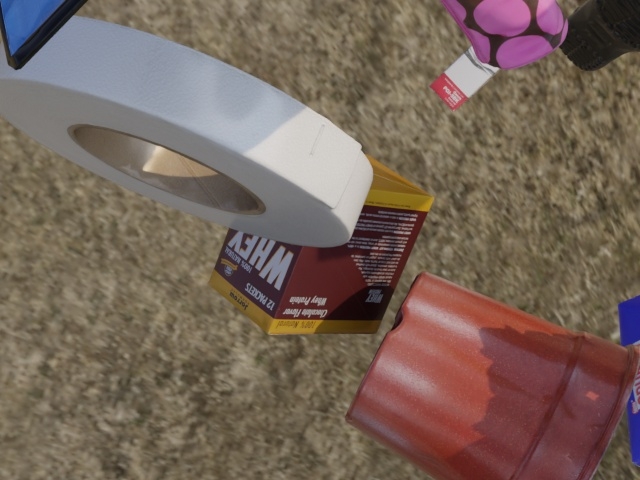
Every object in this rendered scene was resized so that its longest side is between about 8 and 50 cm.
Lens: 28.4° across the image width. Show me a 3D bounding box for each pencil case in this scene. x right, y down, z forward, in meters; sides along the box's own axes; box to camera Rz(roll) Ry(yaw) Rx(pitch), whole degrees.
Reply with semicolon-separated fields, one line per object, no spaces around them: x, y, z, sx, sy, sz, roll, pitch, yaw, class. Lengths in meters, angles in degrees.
0.142;-0.242;1.157;0.098;0.209;0.095;-43;36;4;pencil case

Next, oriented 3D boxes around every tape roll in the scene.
-0.137;-0.098;1.239;0.392;0.392;0.072;17;78;24;tape roll

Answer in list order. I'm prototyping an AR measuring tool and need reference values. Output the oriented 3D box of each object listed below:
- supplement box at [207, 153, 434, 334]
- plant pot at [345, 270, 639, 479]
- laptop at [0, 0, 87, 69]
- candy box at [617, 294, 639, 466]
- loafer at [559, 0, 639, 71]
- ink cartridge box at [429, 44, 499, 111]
0.000;0.000;1.535;0.129;0.191;0.194;36;112;40;supplement box
0.188;0.180;1.470;0.265;0.272;0.272;28;84;6;plant pot
-0.200;-0.287;0.773;0.234;0.264;0.136;-37;20;31;laptop
0.585;0.165;1.770;0.317;0.122;0.268;-27;46;38;candy box
0.493;-0.372;1.978;0.130;0.366;0.134;-45;102;-14;loafer
0.235;-0.262;1.899;0.135;0.099;0.056;-43;90;17;ink cartridge box
